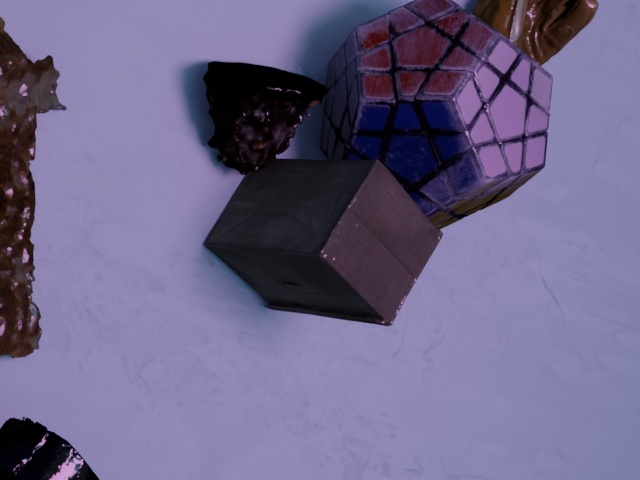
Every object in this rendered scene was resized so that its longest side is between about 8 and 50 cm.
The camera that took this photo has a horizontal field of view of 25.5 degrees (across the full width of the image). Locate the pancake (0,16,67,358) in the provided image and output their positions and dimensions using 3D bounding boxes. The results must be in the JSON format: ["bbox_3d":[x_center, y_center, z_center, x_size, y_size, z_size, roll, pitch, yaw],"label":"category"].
[{"bbox_3d":[-0.398,-0.034,1.516,0.305,0.067,0.426,7,88,-60],"label":"pancake"}]

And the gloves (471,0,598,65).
[{"bbox_3d":[0.291,-0.301,2.067,0.154,0.141,0.331,26,85,-13],"label":"gloves"}]

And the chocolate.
[{"bbox_3d":[-0.079,-0.145,1.769,0.156,0.156,0.133,-5,114,-41],"label":"chocolate"}]

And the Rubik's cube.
[{"bbox_3d":[0.149,-0.165,1.865,0.319,0.319,0.264,67,27,-22],"label":"Rubik's cube"}]

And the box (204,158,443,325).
[{"bbox_3d":[0.000,0.000,1.771,0.149,0.231,0.155,46,65,-33],"label":"box"}]

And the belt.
[{"bbox_3d":[-0.308,0.287,1.580,0.078,0.151,0.198,-51,132,-32],"label":"belt"}]
